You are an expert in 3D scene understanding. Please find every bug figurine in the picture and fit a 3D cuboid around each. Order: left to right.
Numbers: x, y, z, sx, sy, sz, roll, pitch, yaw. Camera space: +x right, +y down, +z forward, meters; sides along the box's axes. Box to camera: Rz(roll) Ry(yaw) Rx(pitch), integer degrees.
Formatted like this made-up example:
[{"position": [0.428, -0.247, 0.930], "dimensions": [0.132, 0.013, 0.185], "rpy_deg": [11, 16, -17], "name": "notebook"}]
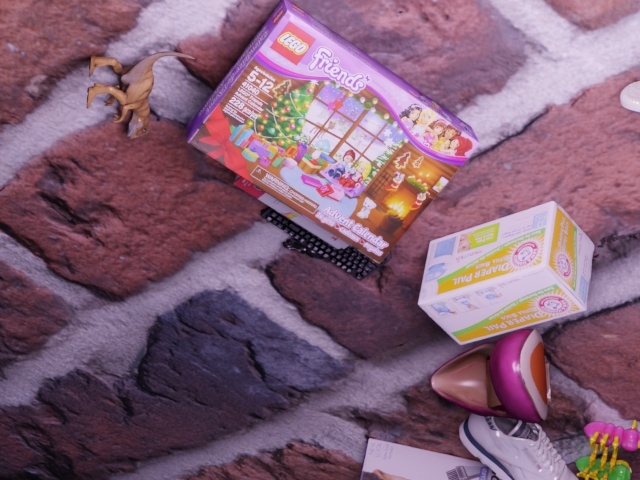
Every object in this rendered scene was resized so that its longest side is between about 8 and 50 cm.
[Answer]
[{"position": [0.507, 0.351, 2.186], "dimensions": [0.216, 0.072, 0.279], "rpy_deg": [13, 148, 13], "name": "bug figurine"}]

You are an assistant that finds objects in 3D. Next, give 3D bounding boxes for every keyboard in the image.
[{"position": [0.000, 0.000, 1.954], "dimensions": [0.180, 0.023, 0.108], "rpy_deg": [34, 139, -22], "name": "keyboard"}]

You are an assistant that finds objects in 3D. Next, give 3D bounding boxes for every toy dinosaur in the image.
[{"position": [-0.232, -0.203, 1.758], "dimensions": [0.112, 0.064, 0.211], "rpy_deg": [4, 155, -15], "name": "toy dinosaur"}]

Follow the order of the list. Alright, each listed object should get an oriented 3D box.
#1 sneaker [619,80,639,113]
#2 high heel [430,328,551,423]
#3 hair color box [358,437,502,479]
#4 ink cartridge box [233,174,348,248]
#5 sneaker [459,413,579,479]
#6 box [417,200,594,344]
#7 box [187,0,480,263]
[{"position": [0.416, -0.135, 1.605], "dimensions": [0.152, 0.058, 0.084], "rpy_deg": [3, 133, 6], "name": "sneaker"}, {"position": [0.222, 0.196, 1.942], "dimensions": [0.181, 0.127, 0.377], "rpy_deg": [-3, 167, 11], "name": "high heel"}, {"position": [0.223, 0.463, 2.335], "dimensions": [0.339, 0.185, 0.110], "rpy_deg": [10, 143, 5], "name": "hair color box"}, {"position": [-0.002, -0.080, 1.809], "dimensions": [0.175, 0.072, 0.127], "rpy_deg": [32, 139, -21], "name": "ink cartridge box"}, {"position": [0.329, 0.339, 2.191], "dimensions": [0.235, 0.090, 0.095], "rpy_deg": [37, 129, -3], "name": "sneaker"}, {"position": [0.245, 0.045, 1.851], "dimensions": [0.203, 0.114, 0.103], "rpy_deg": [-20, 131, 36], "name": "box"}, {"position": [0.015, -0.126, 1.684], "dimensions": [0.293, 0.057, 0.201], "rpy_deg": [32, 109, -21], "name": "box"}]
